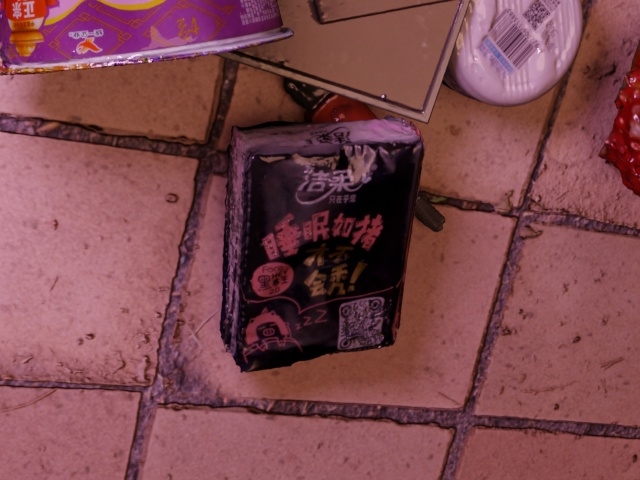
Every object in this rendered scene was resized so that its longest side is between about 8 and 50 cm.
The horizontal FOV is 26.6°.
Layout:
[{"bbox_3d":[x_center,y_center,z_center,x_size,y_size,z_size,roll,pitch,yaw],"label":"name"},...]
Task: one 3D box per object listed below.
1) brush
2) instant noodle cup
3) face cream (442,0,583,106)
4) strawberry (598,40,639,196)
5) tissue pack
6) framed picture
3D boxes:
[{"bbox_3d":[0.069,-0.117,1.781,0.070,0.051,0.323,-48,120,-2],"label":"brush"},{"bbox_3d":[-0.211,-0.326,1.436,0.340,0.340,0.265,-12,105,-21],"label":"instant noodle cup"},{"bbox_3d":[0.238,-0.280,1.769,0.206,0.111,0.205,-8,110,-23],"label":"face cream"},{"bbox_3d":[0.566,-0.147,1.839,0.292,0.343,0.292,-23,128,-33],"label":"strawberry"},{"bbox_3d":[0.000,0.000,1.733,0.245,0.123,0.332,-6,122,-19],"label":"tissue pack"},{"bbox_3d":[0.030,-0.286,1.664,0.290,0.020,0.211,17,102,-8],"label":"framed picture"}]
